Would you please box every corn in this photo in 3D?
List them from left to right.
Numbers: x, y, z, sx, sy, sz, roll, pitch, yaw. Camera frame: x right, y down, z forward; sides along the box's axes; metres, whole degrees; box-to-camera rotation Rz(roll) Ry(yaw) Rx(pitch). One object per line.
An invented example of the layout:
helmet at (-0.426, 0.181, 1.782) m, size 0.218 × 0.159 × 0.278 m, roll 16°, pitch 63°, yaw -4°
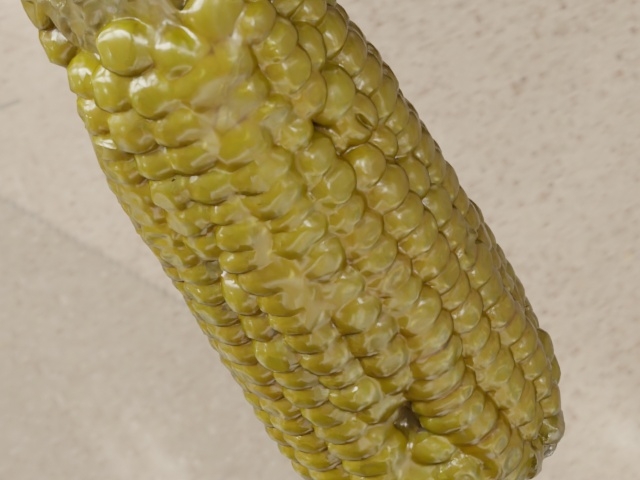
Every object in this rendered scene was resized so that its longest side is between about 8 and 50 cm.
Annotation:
corn at (0.000, 0.000, 0.571) m, size 0.097 × 0.097 × 0.261 m, roll 4°, pitch 141°, yaw 40°
